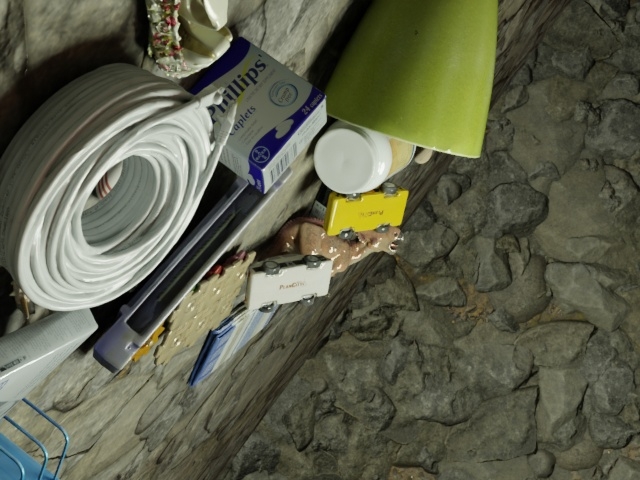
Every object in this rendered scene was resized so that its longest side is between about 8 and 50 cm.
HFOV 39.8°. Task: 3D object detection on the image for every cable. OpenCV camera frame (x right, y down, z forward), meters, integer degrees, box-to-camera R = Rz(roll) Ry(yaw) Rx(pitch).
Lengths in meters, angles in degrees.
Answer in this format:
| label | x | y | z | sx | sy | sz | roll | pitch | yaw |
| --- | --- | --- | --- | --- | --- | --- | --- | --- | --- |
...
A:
| label | x | y | z | sx | sy | sz | roll | pitch | yaw |
| --- | --- | --- | --- | --- | --- | --- | --- | --- | --- |
| cable | -0.216 | -0.052 | 0.888 | 0.257 | 0.089 | 0.257 | -20 | 140 | -55 |

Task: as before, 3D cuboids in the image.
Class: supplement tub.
| label | x | y | z | sx | sy | sz | roll | pitch | yaw |
| --- | --- | --- | --- | --- | --- | --- | --- | --- | --- |
| supplement tub | 0.085 | -0.173 | 1.673 | 0.199 | 0.144 | 0.144 | -35 | 158 | -57 |

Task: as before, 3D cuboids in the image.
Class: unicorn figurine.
| label | x | y | z | sx | sy | sz | roll | pitch | yaw |
| --- | --- | --- | --- | --- | --- | --- | --- | --- | --- |
| unicorn figurine | -0.304 | 0.048 | 0.997 | 0.111 | 0.060 | 0.162 | 101 | 12 | -50 |

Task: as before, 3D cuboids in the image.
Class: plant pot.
| label | x | y | z | sx | sy | sz | roll | pitch | yaw |
| --- | --- | --- | --- | --- | --- | --- | --- | --- | --- |
| plant pot | 0.166 | -0.313 | 1.402 | 0.275 | 0.274 | 0.294 | -22 | 130 | -69 |

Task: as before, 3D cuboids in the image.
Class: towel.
| label | x | y | z | sx | sy | sz | roll | pitch | yaw |
| --- | --- | --- | --- | --- | --- | --- | --- | --- | --- |
| towel | -0.179 | 0.194 | 1.984 | 0.285 | 0.034 | 0.209 | -39 | 164 | -46 |

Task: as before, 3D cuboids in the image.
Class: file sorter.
| label | x | y | z | sx | sy | sz | roll | pitch | yaw |
| --- | --- | --- | --- | --- | --- | --- | --- | --- | --- |
| file sorter | -0.410 | 0.281 | 1.085 | 0.170 | 0.118 | 0.104 | -36 | 156 | -57 |

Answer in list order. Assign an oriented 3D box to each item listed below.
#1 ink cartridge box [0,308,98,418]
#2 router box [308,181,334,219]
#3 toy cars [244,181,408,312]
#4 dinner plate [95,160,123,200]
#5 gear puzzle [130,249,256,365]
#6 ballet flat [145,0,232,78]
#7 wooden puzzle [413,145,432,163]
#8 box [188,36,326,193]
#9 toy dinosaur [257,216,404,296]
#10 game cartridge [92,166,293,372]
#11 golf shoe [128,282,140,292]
| label | x | y | z | sx | sy | sz | roll | pitch | yaw |
| --- | --- | --- | --- | --- | --- | --- | --- | --- | --- |
| ink cartridge box | -0.348 | 0.154 | 0.979 | 0.223 | 0.045 | 0.224 | -40 | 177 | 29 |
| router box | 0.049 | -0.126 | 1.915 | 0.133 | 0.046 | 0.179 | -43 | 164 | -41 |
| toy cars | 0.000 | 0.000 | 1.735 | 0.393 | 0.087 | 0.176 | -43 | 135 | -8 |
| dinner plate | -0.200 | -0.092 | 1.019 | 0.141 | 0.017 | 0.141 | -36 | 153 | -22 |
| gear puzzle | -0.236 | 0.125 | 1.525 | 0.339 | 0.044 | 0.175 | -34 | 154 | -58 |
| ballet flat | -0.125 | -0.218 | 0.861 | 0.091 | 0.077 | 0.241 | -51 | 169 | -16 |
| wooden puzzle | 0.240 | -0.339 | 1.728 | 0.348 | 0.080 | 0.322 | 102 | 4 | -82 |
| box | -0.082 | -0.152 | 1.071 | 0.126 | 0.137 | 0.072 | -51 | 167 | -15 |
| toy dinosaur | 0.003 | 0.000 | 1.841 | 0.295 | 0.127 | 0.200 | 10 | 114 | -29 |
| game cartridge | -0.190 | 0.036 | 1.256 | 0.355 | 0.068 | 0.230 | -50 | -171 | -18 |
| golf shoe | -0.221 | -0.021 | 1.138 | 0.176 | 0.069 | 0.086 | -52 | -173 | 21 |
